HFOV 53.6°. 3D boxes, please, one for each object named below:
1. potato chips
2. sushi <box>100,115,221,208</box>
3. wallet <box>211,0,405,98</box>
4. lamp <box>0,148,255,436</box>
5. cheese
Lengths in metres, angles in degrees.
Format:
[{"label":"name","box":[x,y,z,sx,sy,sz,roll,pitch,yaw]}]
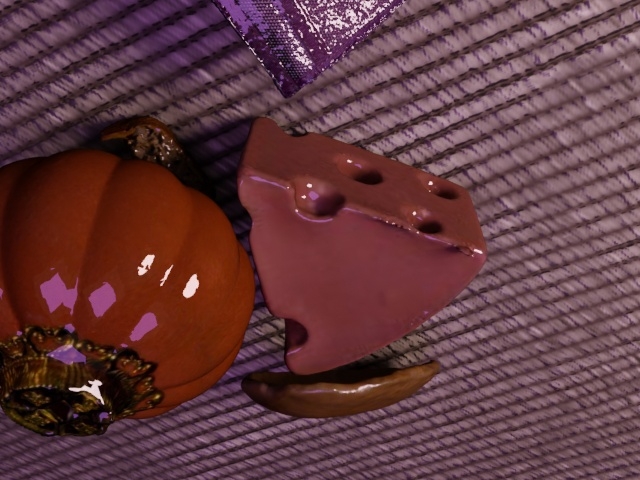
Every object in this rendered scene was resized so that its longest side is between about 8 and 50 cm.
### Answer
[{"label":"potato chips","box":[0.020,0.143,0.602,0.150,0.049,0.202,-16,161,41]},{"label":"sushi","box":[-0.127,-0.057,0.538,0.052,0.055,0.120,-27,119,10]},{"label":"wallet","box":[0.008,-0.190,0.432,0.166,0.030,0.111,-41,115,0]},{"label":"lamp","box":[-0.159,0.038,0.458,0.224,0.196,0.223,2,138,2]},{"label":"cheese","box":[0.008,0.022,0.539,0.203,0.128,0.177,17,121,-10]}]
